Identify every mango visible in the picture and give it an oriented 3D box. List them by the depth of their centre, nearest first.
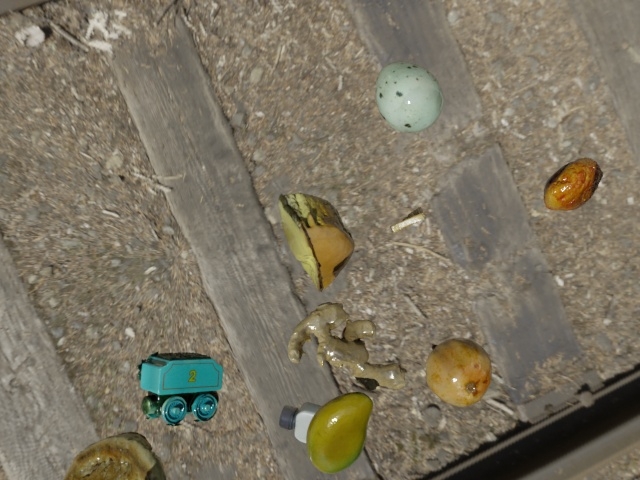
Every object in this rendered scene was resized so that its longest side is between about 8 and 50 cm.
[{"bbox_3d":[0.033,0.383,1.299,0.122,0.085,0.191,6,110,-8],"label":"mango"}]

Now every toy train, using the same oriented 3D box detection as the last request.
[{"bbox_3d":[-0.333,0.351,1.552,0.203,0.112,0.163,8,85,-46],"label":"toy train"}]

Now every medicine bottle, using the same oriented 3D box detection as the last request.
[{"bbox_3d":[-0.021,0.519,1.825,0.183,0.069,0.119,11,120,14],"label":"medicine bottle"}]

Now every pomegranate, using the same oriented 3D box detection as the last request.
[{"bbox_3d":[0.422,0.401,1.975,0.207,0.207,0.207,0,89,-12],"label":"pomegranate"}]

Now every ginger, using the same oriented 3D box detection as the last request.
[{"bbox_3d":[0.069,0.219,1.338,0.258,0.065,0.149,22,79,-4],"label":"ginger"}]

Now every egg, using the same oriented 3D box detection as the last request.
[{"bbox_3d":[0.173,-0.289,1.282,0.131,0.131,0.164,-10,56,-12],"label":"egg"}]

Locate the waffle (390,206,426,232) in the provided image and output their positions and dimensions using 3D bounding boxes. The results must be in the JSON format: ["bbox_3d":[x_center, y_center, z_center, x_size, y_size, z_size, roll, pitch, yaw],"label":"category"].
[{"bbox_3d":[0.237,-0.059,1.759,0.097,0.153,0.023,-23,97,11],"label":"waffle"}]

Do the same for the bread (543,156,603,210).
[{"bbox_3d":[0.593,-0.122,1.494,0.139,0.269,0.095,-49,63,23],"label":"bread"}]

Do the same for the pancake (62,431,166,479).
[{"bbox_3d":[-0.503,0.638,1.555,0.356,0.065,0.356,-7,73,24],"label":"pancake"}]

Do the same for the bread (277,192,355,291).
[{"bbox_3d":[0.000,0.000,1.694,0.162,0.262,0.204,-23,55,-4],"label":"bread"}]
